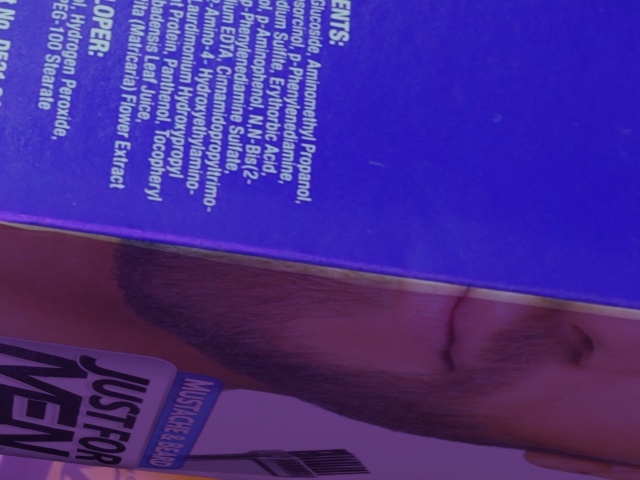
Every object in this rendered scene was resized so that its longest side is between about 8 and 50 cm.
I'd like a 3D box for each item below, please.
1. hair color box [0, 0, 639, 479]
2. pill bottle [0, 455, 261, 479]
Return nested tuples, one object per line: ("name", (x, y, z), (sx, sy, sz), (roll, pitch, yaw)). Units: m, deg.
("hair color box", (0.000, 0.000, 0.450), (0.339, 0.185, 0.110), (7, 65, -10))
("pill bottle", (0.021, 0.121, 0.609), (0.334, 0.188, 0.188), (22, 102, -3))
